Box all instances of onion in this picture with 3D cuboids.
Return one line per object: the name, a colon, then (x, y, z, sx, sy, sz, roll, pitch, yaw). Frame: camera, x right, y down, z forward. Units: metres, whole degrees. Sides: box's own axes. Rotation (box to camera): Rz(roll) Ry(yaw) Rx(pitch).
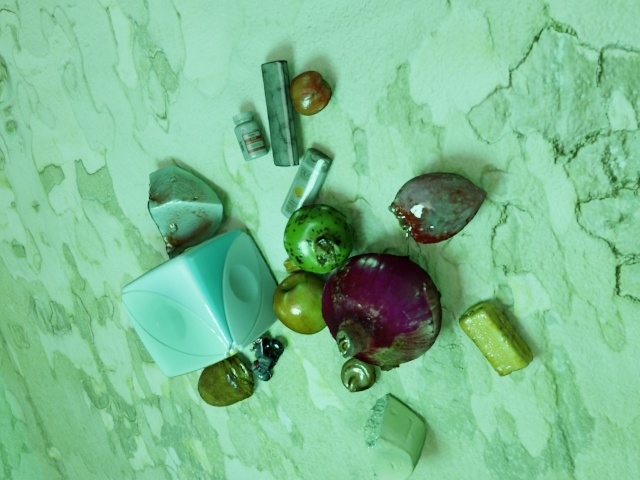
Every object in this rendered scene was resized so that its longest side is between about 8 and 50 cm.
onion: (0.140, 0.207, 1.393, 0.348, 0.385, 0.347, 11, 112, 28)

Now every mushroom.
mushroom: (0.122, 0.436, 1.651, 0.126, 0.085, 0.109, -17, 63, 32)

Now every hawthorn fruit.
hawthorn fruit: (-0.029, -0.415, 1.436, 0.128, 0.128, 0.128, 8, 109, 24)

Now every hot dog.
hot dog: (-0.350, 0.523, 1.891, 0.196, 0.122, 0.272, 52, 136, 3)
hot dog: (-0.066, 0.076, 1.656, 0.133, 0.041, 0.056, -15, 99, 37)

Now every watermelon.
watermelon: (-0.458, -0.091, 1.691, 0.290, 0.214, 0.319, 2, 95, 24)

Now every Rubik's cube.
Rubik's cube: (-0.371, 0.198, 1.662, 0.347, 0.352, 0.351, -26, 91, 31)

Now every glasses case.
glasses case: (-0.115, -0.369, 1.507, 0.114, 0.060, 0.299, 16, 117, 56)

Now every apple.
apple: (-0.048, 0.200, 1.600, 0.196, 0.196, 0.195, 8, 109, 24)

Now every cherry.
cherry: (0.310, -0.089, 1.337, 0.250, 0.175, 0.192, -17, 107, 28)

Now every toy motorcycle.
toy motorcycle: (-0.203, 0.408, 1.801, 0.122, 0.082, 0.213, 37, 127, 18)

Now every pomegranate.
pomegranate: (0.000, 0.000, 1.483, 0.211, 0.263, 0.210, -2, 102, -11)

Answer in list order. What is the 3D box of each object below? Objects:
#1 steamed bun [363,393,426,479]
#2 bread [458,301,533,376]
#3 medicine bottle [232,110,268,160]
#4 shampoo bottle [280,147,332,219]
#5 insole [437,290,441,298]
steamed bun: (0.208, 0.628, 1.587, 0.200, 0.225, 0.170, 38, 119, 9)
bread: (0.486, 0.271, 1.418, 0.114, 0.083, 0.211, -37, 88, 36)
medicine bottle: (-0.218, -0.321, 1.576, 0.079, 0.079, 0.140, -14, 99, 29)
shampoo bottle: (-0.045, -0.163, 1.554, 0.086, 0.056, 0.227, 36, 118, 17)
insole: (0.294, 0.141, 1.517, 0.135, 0.002, 0.045, 26, 116, 16)
